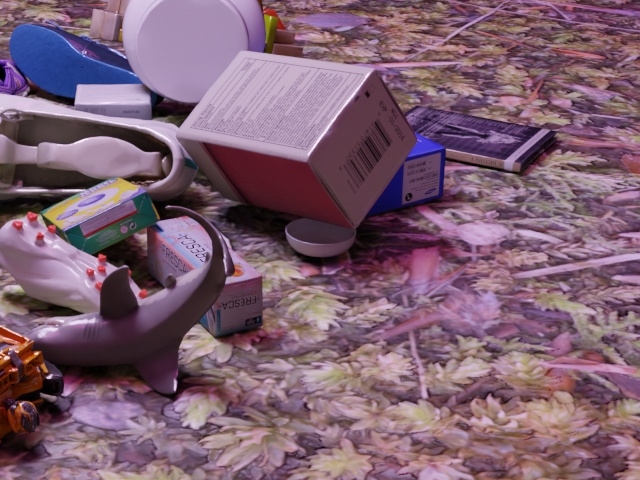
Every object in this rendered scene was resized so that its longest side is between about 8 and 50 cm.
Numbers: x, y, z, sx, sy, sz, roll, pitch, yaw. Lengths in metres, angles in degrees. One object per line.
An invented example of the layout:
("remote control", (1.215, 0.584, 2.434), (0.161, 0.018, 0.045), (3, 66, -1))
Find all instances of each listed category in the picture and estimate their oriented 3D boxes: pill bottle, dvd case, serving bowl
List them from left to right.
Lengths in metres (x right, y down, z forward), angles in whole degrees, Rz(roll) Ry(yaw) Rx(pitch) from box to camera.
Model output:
("pill bottle", (-0.167, -0.287, 1.975), (0.188, 0.188, 0.334), (1, 17, -3))
("serving bowl", (0.000, 0.000, 1.720), (0.083, 0.027, 0.083), (2, 23, -1))
("dvd case", (0.206, -0.146, 2.086), (0.221, 0.018, 0.164), (12, 24, 23))

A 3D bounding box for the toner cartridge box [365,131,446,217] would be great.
("toner cartridge box", (-0.005, -0.129, 1.957), (0.165, 0.075, 0.348), (-13, 28, -32))

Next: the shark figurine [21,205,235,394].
("shark figurine", (-0.143, 0.081, 1.400), (0.166, 0.278, 0.116), (19, 48, -46))

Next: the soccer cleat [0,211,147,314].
("soccer cleat", (-0.261, 0.046, 1.554), (0.196, 0.076, 0.068), (33, 30, 16))

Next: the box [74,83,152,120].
("box", (-0.272, -0.148, 1.940), (0.102, 0.101, 0.087), (0, 23, -6))

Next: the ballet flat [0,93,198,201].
("ballet flat", (-0.348, -0.110, 1.787), (0.400, 0.139, 0.139), (3, 23, -5))

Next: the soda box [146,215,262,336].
("soda box", (-0.127, 0.035, 1.583), (0.058, 0.063, 0.183), (-12, 27, -26))

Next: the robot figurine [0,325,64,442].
("robot figurine", (-0.383, 0.118, 1.342), (0.291, 0.085, 0.211), (12, 26, 21))

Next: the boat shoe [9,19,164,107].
("boat shoe", (-0.346, -0.247, 2.194), (0.258, 0.109, 0.089), (30, 21, 17))

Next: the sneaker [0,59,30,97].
("sneaker", (-0.467, -0.239, 2.169), (0.068, 0.071, 0.170), (0, 23, -6))

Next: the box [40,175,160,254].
("box", (-0.254, -0.029, 1.672), (0.105, 0.043, 0.179), (-27, 15, -15))

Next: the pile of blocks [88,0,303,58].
("pile of blocks", (-0.173, -0.339, 2.270), (0.362, 0.112, 0.149), (5, 12, -33))

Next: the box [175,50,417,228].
("box", (-0.029, -0.123, 1.748), (0.232, 0.127, 0.148), (14, 60, 44))
